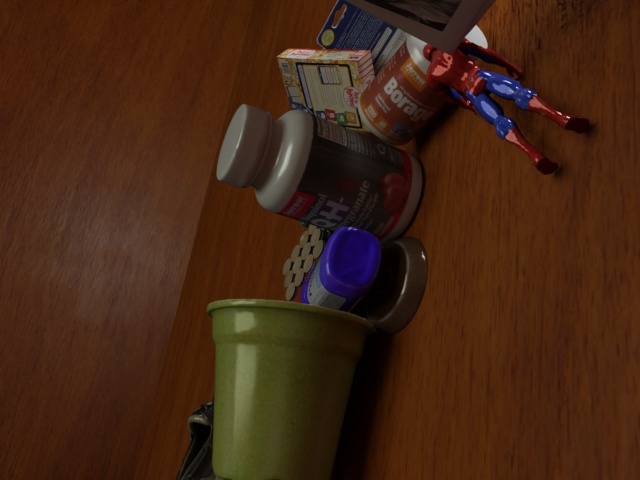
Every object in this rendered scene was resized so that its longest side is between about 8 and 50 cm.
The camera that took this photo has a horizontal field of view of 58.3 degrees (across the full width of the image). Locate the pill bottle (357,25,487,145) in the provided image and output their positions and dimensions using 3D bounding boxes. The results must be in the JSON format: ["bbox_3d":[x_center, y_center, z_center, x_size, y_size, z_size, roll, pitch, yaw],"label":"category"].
[{"bbox_3d":[0.166,-0.268,0.950,0.216,0.121,0.121,-46,34,43],"label":"pill bottle"}]

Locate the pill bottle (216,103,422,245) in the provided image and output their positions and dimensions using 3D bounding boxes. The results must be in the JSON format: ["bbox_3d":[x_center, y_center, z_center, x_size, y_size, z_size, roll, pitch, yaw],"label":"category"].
[{"bbox_3d":[-0.004,-0.114,0.973,0.176,0.318,0.176,-49,32,46],"label":"pill bottle"}]

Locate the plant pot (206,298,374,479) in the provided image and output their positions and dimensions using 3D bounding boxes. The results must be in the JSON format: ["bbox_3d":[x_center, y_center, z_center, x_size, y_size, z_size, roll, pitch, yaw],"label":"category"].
[{"bbox_3d":[-0.062,0.247,0.910,0.276,0.276,0.254,-27,53,60],"label":"plant pot"}]

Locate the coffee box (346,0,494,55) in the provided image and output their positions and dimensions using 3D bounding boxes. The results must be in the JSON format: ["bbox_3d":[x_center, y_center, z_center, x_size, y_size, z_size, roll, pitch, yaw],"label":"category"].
[{"bbox_3d":[0.106,-0.511,0.682,0.338,0.334,0.337,-49,31,44],"label":"coffee box"}]

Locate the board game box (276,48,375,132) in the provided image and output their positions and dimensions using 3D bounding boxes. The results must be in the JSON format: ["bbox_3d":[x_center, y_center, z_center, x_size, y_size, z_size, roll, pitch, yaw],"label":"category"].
[{"bbox_3d":[0.018,-0.289,1.103,0.193,0.147,0.045,15,47,35],"label":"board game box"}]

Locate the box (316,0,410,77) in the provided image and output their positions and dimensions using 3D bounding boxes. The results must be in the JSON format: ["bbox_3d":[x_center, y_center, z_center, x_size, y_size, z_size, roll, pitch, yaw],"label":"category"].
[{"bbox_3d":[0.113,-0.353,1.045,0.136,0.225,0.036,-54,-6,38],"label":"box"}]

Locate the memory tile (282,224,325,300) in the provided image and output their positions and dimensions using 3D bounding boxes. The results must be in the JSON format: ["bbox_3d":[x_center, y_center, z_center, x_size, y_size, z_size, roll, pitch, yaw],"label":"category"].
[{"bbox_3d":[-0.032,0.035,1.108,0.148,0.012,0.113,-57,26,28],"label":"memory tile"}]

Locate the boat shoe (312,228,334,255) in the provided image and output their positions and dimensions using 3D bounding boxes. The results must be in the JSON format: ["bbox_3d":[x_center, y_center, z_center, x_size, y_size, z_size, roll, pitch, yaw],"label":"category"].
[{"bbox_3d":[0.000,0.000,1.190,0.065,0.083,0.183,-68,22,9],"label":"boat shoe"}]

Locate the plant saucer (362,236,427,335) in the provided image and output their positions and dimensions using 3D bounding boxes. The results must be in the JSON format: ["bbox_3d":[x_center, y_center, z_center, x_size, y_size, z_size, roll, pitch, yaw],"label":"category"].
[{"bbox_3d":[0.114,0.070,0.943,0.168,0.029,0.168,-49,31,45],"label":"plant saucer"}]

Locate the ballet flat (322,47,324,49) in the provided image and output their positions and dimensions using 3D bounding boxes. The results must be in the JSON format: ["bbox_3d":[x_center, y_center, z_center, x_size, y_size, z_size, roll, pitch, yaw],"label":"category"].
[{"bbox_3d":[0.161,-0.446,1.111,0.483,0.164,0.182,-46,11,38],"label":"ballet flat"}]

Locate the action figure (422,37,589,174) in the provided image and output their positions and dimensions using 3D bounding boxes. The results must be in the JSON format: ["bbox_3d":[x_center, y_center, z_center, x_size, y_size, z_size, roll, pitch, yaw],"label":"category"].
[{"bbox_3d":[0.245,-0.192,0.780,0.091,0.139,0.280,-57,48,25],"label":"action figure"}]

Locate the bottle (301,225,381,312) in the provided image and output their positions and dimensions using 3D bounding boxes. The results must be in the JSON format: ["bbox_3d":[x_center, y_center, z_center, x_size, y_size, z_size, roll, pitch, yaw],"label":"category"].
[{"bbox_3d":[0.024,0.078,1.000,0.283,0.092,0.118,118,171,-65],"label":"bottle"}]

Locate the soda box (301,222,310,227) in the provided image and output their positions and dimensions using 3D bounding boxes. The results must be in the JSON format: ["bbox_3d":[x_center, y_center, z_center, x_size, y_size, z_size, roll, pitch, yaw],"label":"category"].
[{"bbox_3d":[0.024,-0.084,1.233,0.183,0.058,0.063,-39,39,55],"label":"soda box"}]

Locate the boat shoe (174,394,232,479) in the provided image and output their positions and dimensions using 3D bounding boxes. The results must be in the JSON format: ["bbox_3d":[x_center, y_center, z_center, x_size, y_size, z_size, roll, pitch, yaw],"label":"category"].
[{"bbox_3d":[-0.185,0.325,0.999,0.103,0.092,0.285,-39,28,42],"label":"boat shoe"}]
